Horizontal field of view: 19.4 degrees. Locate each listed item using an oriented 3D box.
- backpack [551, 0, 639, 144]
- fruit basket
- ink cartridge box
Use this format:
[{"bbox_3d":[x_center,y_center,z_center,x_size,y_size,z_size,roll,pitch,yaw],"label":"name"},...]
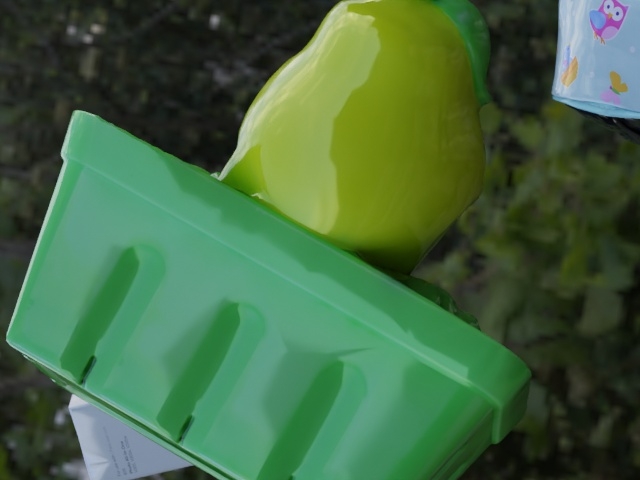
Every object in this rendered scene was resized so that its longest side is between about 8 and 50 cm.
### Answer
[{"bbox_3d":[0.209,-0.108,0.925,0.188,0.166,0.144,-12,-70,-40],"label":"backpack"},{"bbox_3d":[0.000,0.000,1.336,0.283,0.392,0.392,73,-152,-75],"label":"fruit basket"},{"bbox_3d":[-0.116,0.140,1.746,0.154,0.212,0.093,-87,-19,-71],"label":"ink cartridge box"}]
